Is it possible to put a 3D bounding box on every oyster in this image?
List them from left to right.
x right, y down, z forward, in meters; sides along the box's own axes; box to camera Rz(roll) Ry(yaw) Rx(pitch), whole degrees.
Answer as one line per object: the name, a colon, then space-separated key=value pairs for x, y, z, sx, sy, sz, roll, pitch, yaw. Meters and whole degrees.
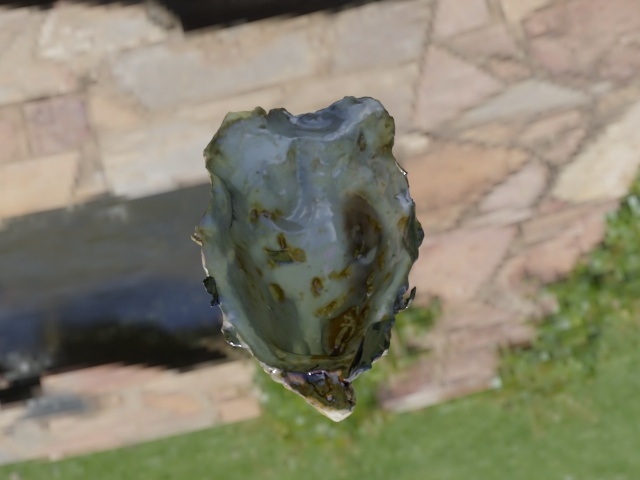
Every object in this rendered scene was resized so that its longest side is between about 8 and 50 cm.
oyster: x=-0.004 y=0.009 z=0.872 sx=0.103 sy=0.148 sz=0.051 roll=-3 pitch=153 yaw=14
